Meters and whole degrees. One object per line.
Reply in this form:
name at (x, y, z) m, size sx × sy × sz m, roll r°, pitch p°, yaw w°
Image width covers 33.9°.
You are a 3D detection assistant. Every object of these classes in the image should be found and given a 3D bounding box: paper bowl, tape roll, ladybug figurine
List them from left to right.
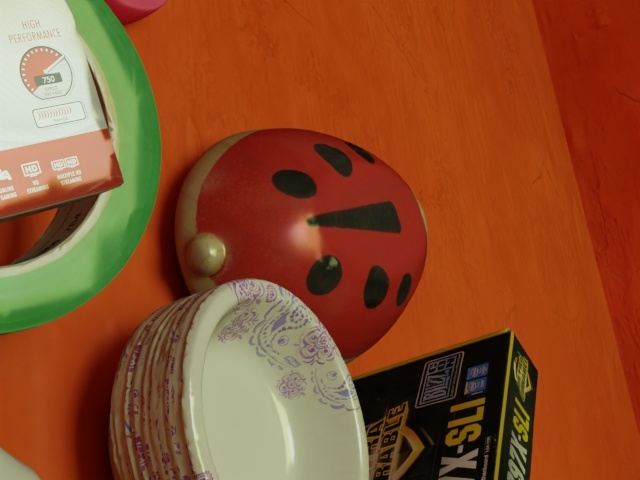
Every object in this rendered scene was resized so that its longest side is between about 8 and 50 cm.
tape roll at (-0.277, -0.083, 0.807) m, size 0.321 × 0.077 × 0.321 m, roll 11°, pitch 74°, yaw -41°
paper bowl at (-0.086, 0.189, 0.993) m, size 0.284 × 0.148 × 0.284 m, roll 39°, pitch 40°, yaw -44°
ladybug figurine at (0.000, 0.000, 1.251) m, size 0.449 × 0.162 × 0.305 m, roll -13°, pitch 84°, yaw -61°

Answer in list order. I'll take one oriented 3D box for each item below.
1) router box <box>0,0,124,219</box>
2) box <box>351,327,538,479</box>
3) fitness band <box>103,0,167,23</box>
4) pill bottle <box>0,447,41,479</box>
router box at (-0.323, -0.135, 0.665) m, size 0.335 × 0.082 × 0.301 m, roll -21°, pitch 95°, yaw -43°
box at (0.101, 0.260, 1.159) m, size 0.079 × 0.257 × 0.322 m, roll 55°, pitch 32°, yaw -26°
fitness band at (-0.266, -0.370, 1.145) m, size 0.291 × 0.054 × 0.209 m, roll 47°, pitch 36°, yaw -33°
pill bottle at (-0.146, 0.318, 0.720) m, size 0.408 × 0.229 × 0.229 m, roll 51°, pitch 34°, yaw -30°
